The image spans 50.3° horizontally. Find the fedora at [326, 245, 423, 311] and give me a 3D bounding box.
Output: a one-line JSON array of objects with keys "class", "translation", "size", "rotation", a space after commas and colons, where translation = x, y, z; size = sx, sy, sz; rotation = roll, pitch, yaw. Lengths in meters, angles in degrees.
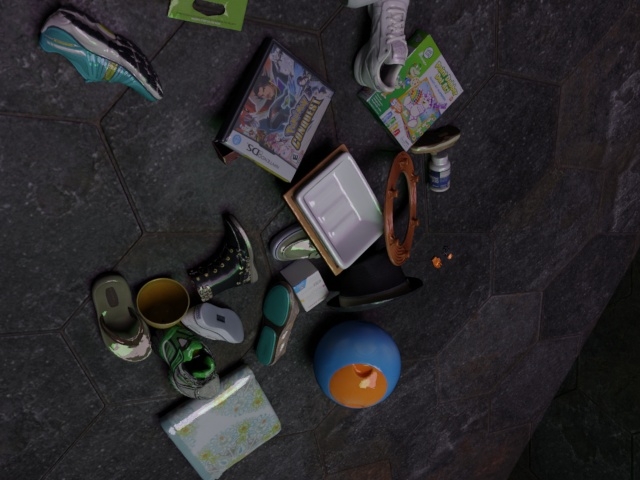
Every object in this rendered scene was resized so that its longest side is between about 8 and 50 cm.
[{"class": "fedora", "translation": [0.153, 0.107, 2.097], "size": [0.334, 0.334, 0.152], "rotation": [-16, 96, -27]}]

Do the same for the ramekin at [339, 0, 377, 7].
[{"class": "ramekin", "translation": [0.069, -0.631, 1.471], "size": [0.127, 0.273, 0.272], "rotation": [-27, 134, -1]}]

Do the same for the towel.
[{"class": "towel", "translation": [-0.312, 0.594, 2.209], "size": [0.321, 0.090, 0.374], "rotation": [-34, 135, -15]}]

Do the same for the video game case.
[{"class": "video game case", "translation": [-0.103, -0.313, 1.682], "size": [0.248, 0.035, 0.274], "rotation": [29, 87, -45]}]

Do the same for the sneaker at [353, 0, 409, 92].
[{"class": "sneaker", "translation": [0.182, -0.518, 1.706], "size": [0.114, 0.152, 0.305], "rotation": [-7, 123, -30]}]

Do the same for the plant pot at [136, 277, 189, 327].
[{"class": "plant pot", "translation": [-0.418, 0.180, 1.809], "size": [0.134, 0.134, 0.095], "rotation": [-20, 157, -24]}]

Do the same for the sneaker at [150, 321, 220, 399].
[{"class": "sneaker", "translation": [-0.359, 0.369, 1.936], "size": [0.134, 0.146, 0.343], "rotation": [-48, 147, -21]}]

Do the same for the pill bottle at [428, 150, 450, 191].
[{"class": "pill bottle", "translation": [0.370, -0.217, 2.125], "size": [0.067, 0.067, 0.120], "rotation": [-25, 132, -20]}]

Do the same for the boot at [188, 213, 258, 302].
[{"class": "boot", "translation": [-0.271, 0.056, 1.842], "size": [0.179, 0.085, 0.236], "rotation": [-25, 133, -16]}]

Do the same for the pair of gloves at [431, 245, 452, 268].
[{"class": "pair of gloves", "translation": [0.432, 0.061, 2.416], "size": [0.083, 0.010, 0.074], "rotation": [-44, 136, -2]}]

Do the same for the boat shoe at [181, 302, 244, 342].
[{"class": "boat shoe", "translation": [-0.307, 0.237, 1.955], "size": [0.084, 0.095, 0.258], "rotation": [-13, 151, 19]}]

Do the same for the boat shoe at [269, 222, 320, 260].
[{"class": "boat shoe", "translation": [0.000, 0.000, 1.992], "size": [0.302, 0.094, 0.109], "rotation": [-17, 129, -27]}]

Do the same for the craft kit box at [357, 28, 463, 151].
[{"class": "craft kit box", "translation": [0.256, -0.413, 1.909], "size": [0.246, 0.061, 0.250], "rotation": [-49, 136, 0]}]

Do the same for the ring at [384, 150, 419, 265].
[{"class": "ring", "translation": [0.246, -0.093, 2.001], "size": [0.337, 0.032, 0.336], "rotation": [3, 90, -68]}]

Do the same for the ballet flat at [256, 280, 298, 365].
[{"class": "ballet flat", "translation": [-0.122, 0.242, 2.093], "size": [0.106, 0.108, 0.316], "rotation": [-22, 140, -48]}]

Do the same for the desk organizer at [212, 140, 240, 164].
[{"class": "desk organizer", "translation": [-0.199, -0.248, 1.699], "size": [0.130, 0.047, 0.050], "rotation": [-32, 132, -13]}]

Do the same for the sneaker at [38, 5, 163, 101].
[{"class": "sneaker", "translation": [-0.446, -0.371, 1.411], "size": [0.110, 0.107, 0.275], "rotation": [-39, 134, 22]}]

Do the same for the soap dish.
[{"class": "soap dish", "translation": [0.038, -0.085, 1.874], "size": [0.229, 0.118, 0.290], "rotation": [-43, 120, -19]}]

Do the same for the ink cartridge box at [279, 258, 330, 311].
[{"class": "ink cartridge box", "translation": [-0.044, 0.135, 2.062], "size": [0.092, 0.090, 0.143], "rotation": [-34, 136, -11]}]

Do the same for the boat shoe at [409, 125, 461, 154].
[{"class": "boat shoe", "translation": [0.343, -0.286, 2.060], "size": [0.190, 0.068, 0.072], "rotation": [-18, 141, -26]}]

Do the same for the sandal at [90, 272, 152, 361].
[{"class": "sandal", "translation": [-0.518, 0.218, 1.776], "size": [0.120, 0.086, 0.302], "rotation": [-26, 133, -18]}]

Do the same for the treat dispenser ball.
[{"class": "treat dispenser ball", "translation": [0.120, 0.405, 2.241], "size": [0.288, 0.288, 0.288], "rotation": [-19, 130, -24]}]

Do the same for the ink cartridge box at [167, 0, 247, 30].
[{"class": "ink cartridge box", "translation": [-0.196, -0.568, 1.430], "size": [0.189, 0.097, 0.255], "rotation": [-1, 120, -36]}]
